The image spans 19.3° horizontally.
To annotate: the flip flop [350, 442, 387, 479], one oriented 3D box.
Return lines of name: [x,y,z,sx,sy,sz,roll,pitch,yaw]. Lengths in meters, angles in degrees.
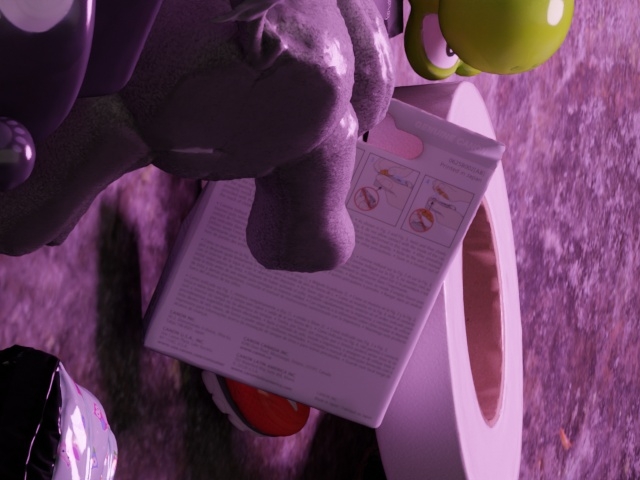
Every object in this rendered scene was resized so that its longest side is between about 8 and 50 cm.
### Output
flip flop: [0.065,0.247,1.692,0.112,0.080,0.277,-76,163,-52]

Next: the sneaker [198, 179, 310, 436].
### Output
sneaker: [-0.025,0.030,1.421,0.107,0.118,0.279,-33,127,-52]

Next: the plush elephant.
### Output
plush elephant: [-0.087,-0.166,1.157,0.330,0.272,0.255,115,-31,-49]

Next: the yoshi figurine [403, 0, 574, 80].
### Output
yoshi figurine: [0.144,-0.285,1.492,0.203,0.203,0.362,-74,168,-63]

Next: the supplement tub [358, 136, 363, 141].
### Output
supplement tub: [0.000,-0.065,1.488,0.071,0.071,0.107,-38,130,-51]

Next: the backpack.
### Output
backpack: [-0.199,0.158,1.147,0.115,0.152,0.182,64,32,-55]

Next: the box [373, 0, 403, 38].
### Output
box: [-0.026,-0.277,1.367,0.242,0.076,0.307,-29,123,-55]

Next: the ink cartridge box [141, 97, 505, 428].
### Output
ink cartridge box: [0.000,0.000,1.343,0.066,0.189,0.232,-126,-122,-74]

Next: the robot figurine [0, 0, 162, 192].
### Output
robot figurine: [-0.219,-0.122,0.912,0.278,0.209,0.174,-6,105,-31]

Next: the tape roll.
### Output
tape roll: [0.109,0.058,1.600,0.392,0.072,0.392,-5,90,-76]
